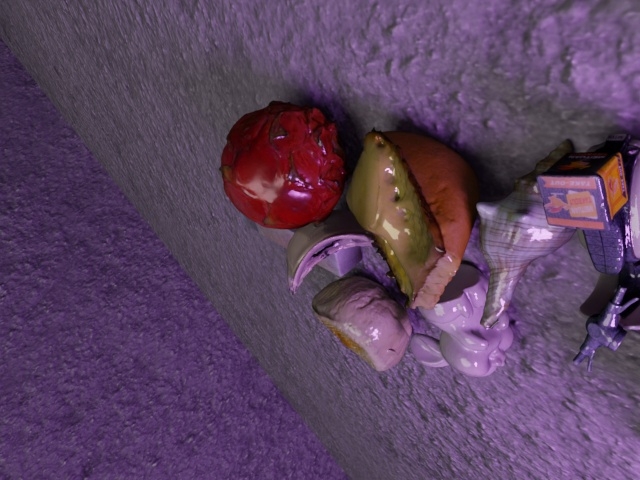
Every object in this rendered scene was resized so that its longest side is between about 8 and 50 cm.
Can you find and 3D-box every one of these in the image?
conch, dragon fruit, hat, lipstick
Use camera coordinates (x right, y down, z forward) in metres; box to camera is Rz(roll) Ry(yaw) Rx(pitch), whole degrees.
[{"bbox_3d":[0.251,-0.019,0.638,0.114,0.137,0.234,35,131,9],"label":"conch"},{"bbox_3d":[-0.064,-0.133,0.901,0.252,0.241,0.241,19,142,21],"label":"dragon fruit"},{"bbox_3d":[0.000,0.000,0.933,0.164,0.219,0.226,62,-176,22],"label":"hat"},{"bbox_3d":[-0.060,-0.027,1.188,0.371,0.079,0.076,26,143,41],"label":"lipstick"}]

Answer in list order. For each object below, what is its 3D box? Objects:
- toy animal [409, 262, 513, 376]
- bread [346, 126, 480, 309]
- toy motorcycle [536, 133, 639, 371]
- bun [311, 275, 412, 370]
[{"bbox_3d":[0.235,0.140,0.863,0.178,0.127,0.193,20,141,51],"label":"toy animal"},{"bbox_3d":[0.149,-0.049,0.737,0.204,0.162,0.262,95,155,-56],"label":"bread"},{"bbox_3d":[0.322,0.015,0.533,0.091,0.157,0.263,12,132,55],"label":"toy motorcycle"},{"bbox_3d":[0.099,0.169,1.097,0.244,0.153,0.244,37,169,8],"label":"bun"}]
